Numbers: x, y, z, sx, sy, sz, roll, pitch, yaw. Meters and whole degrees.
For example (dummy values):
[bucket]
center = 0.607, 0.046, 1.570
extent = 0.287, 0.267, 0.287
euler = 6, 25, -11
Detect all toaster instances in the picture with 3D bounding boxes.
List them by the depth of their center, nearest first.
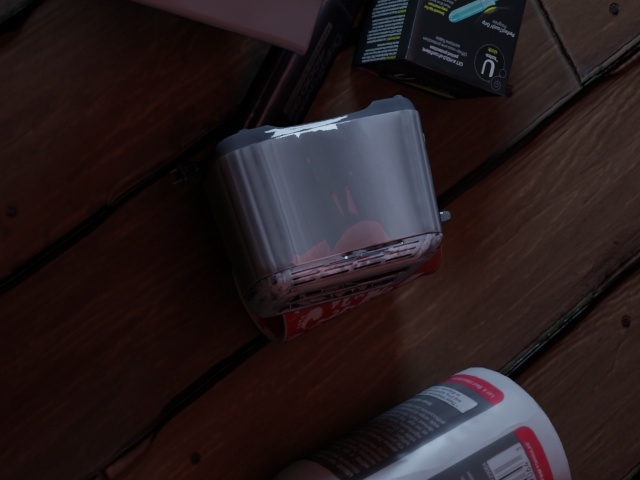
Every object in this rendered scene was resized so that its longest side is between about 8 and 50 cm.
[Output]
[toaster]
center = -0.002, -0.026, 1.497
extent = 0.227, 0.129, 0.146
euler = -13, 78, -19

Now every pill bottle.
[pill bottle]
center = 0.061, 0.257, 1.600
extent = 0.318, 0.176, 0.176
euler = -25, 103, -28

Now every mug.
[mug]
center = 0.002, 0.008, 1.622
extent = 0.169, 0.150, 0.113
euler = -29, 141, -23

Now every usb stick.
[usb stick]
center = -0.020, -0.165, 1.616
extent = 0.278, 0.045, 0.077
euler = -64, 151, -14

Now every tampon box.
[tampon box]
center = 0.119, -0.227, 1.672
extent = 0.120, 0.101, 0.161
euler = 17, 83, -29

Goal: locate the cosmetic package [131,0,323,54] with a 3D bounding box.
[cosmetic package]
center = -0.135, -0.299, 1.386
extent = 0.385, 0.156, 0.217
euler = 11, 103, -56
